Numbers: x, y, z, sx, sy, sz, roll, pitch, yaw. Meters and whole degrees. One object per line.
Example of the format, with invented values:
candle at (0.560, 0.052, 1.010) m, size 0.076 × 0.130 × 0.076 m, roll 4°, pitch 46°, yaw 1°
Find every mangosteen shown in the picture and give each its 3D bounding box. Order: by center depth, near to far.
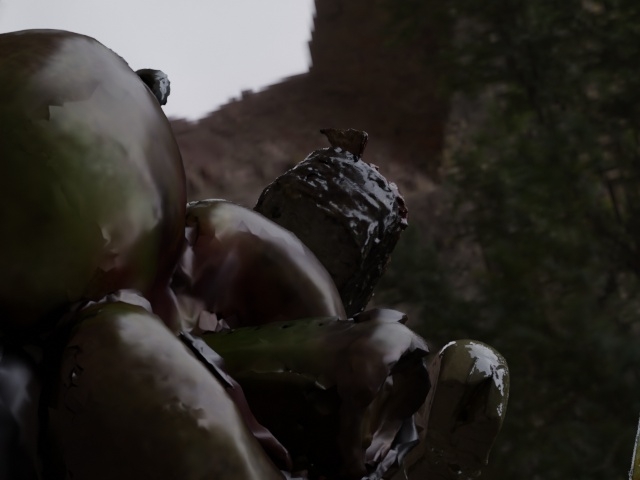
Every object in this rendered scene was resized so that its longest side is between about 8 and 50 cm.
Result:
mangosteen at (-0.176, 0.120, 0.714) m, size 0.421 × 0.381 × 0.381 m, roll -38°, pitch -112°, yaw 39°

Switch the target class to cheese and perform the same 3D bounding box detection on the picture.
cheese at (0.162, 0.199, 1.796) m, size 0.202 × 0.091 × 0.175 m, roll 108°, pitch -4°, yaw -51°

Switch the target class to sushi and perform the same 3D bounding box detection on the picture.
sushi at (0.000, 0.000, 2.093) m, size 0.196 × 0.182 × 0.343 m, roll 32°, pitch -43°, yaw 10°

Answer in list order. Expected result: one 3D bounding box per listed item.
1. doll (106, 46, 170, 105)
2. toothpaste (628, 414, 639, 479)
doll at (-0.300, -0.050, 1.440) m, size 0.246 × 0.340 × 0.158 m, roll 29°, pitch -16°, yaw 39°
toothpaste at (0.388, 0.193, 1.622) m, size 0.071 × 0.313 × 0.089 m, roll -26°, pitch -75°, yaw 27°
